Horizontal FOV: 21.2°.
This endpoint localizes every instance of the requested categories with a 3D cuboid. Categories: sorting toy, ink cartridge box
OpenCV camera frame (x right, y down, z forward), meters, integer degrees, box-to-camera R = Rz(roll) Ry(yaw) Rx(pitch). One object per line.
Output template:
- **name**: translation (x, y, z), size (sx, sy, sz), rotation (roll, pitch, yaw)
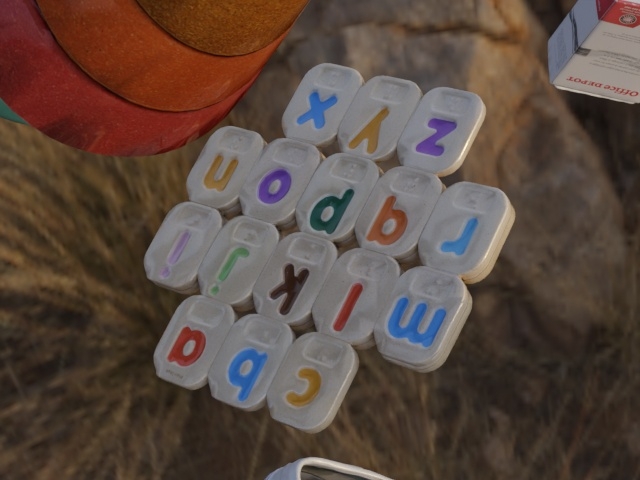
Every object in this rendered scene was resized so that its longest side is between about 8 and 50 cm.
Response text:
- **sorting toy**: translation (-0.115, -0.150, 0.429), size (0.126, 0.365, 0.127), rotation (-6, 56, 51)
- **ink cartridge box**: translation (0.283, -0.194, 1.593), size (0.099, 0.135, 0.056), rotation (10, 58, -17)

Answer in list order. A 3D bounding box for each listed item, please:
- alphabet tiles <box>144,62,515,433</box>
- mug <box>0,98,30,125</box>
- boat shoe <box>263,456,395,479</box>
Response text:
- **alphabet tiles**: translation (0.000, 0.000, 1.259), size (0.284, 0.021, 0.278), rotation (16, 71, 37)
- **mug**: translation (-0.090, -0.102, 0.808), size (0.157, 0.097, 0.129), rotation (-36, 6, -3)
- **boat shoe**: translation (0.071, 0.262, 1.503), size (0.258, 0.084, 0.095), rotation (21, 56, -18)
